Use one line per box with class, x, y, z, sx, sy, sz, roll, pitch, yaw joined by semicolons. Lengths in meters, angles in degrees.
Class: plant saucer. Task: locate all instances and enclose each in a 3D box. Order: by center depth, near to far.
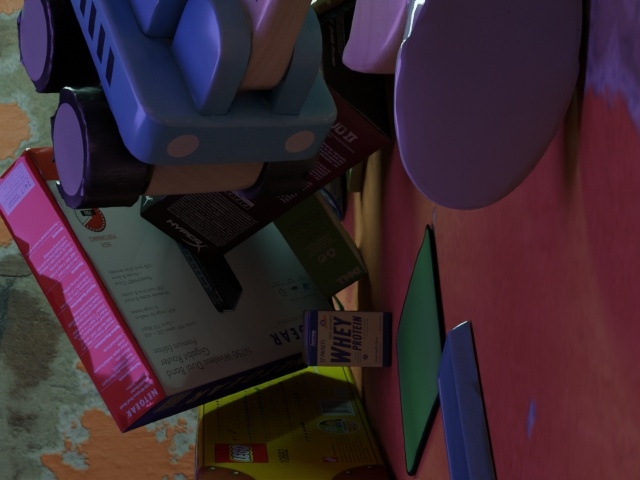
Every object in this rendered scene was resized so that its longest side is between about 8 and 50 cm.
plant saucer;0.099;0.148;0.836;0.067;0.018;0.192;97;171;-47

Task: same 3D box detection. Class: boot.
boot;0.093;-0.148;0.677;0.123;0.095;0.258;-84;4;-84

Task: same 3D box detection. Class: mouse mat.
mouse mat;0.084;0.096;1.063;0.189;0.007;0.152;101;169;-54

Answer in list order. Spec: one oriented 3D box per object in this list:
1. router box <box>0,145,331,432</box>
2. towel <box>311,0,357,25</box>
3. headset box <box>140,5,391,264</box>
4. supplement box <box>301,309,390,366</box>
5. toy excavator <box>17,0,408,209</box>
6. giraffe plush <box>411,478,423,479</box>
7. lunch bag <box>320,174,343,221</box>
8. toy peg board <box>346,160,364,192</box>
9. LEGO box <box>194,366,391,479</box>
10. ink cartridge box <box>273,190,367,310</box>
router box;-0.158;0.030;1.388;0.082;0.335;0.301;-40;75;31
towel;-0.041;-0.345;1.355;0.271;0.040;0.370;-26;48;36
headset box;-0.051;-0.144;1.338;0.293;0.110;0.218;-33;38;27
supplement box;0.025;0.099;1.270;0.083;0.083;0.056;150;120;-85
toy excavator;-0.061;-0.190;0.984;0.433;0.222;0.445;65;145;32
giraffe plush;0.030;0.263;0.970;0.210;0.181;0.170;57;-160;-21
lunch bag;-0.015;-0.103;1.652;0.151;0.096;0.129;29;-124;-54
toy peg board;0.012;-0.169;1.498;0.160;0.079;0.161;97;172;-48
LEGO box;-0.050;0.360;1.423;0.500;0.193;0.372;-115;27;-78
ink cartridge box;0.000;0.000;1.460;0.209;0.062;0.109;56;-176;-16
